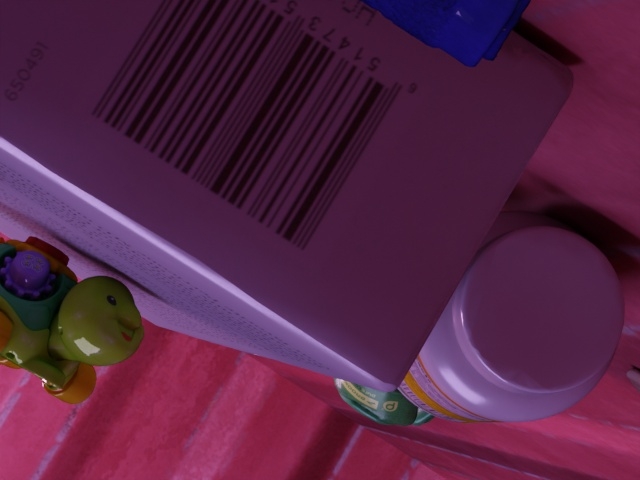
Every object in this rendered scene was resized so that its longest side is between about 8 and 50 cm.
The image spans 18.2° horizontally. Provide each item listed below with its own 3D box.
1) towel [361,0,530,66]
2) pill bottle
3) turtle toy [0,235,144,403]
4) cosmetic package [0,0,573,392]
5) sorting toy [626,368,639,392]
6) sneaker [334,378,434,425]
[{"bbox_3d":[-0.048,-0.178,0.535,0.308,0.076,0.228,32,165,0],"label":"towel"},{"bbox_3d":[0.102,0.045,1.130,0.117,0.118,0.208,32,172,-3],"label":"pill bottle"},{"bbox_3d":[-0.142,0.036,1.000,0.130,0.066,0.095,24,172,39],"label":"turtle toy"},{"bbox_3d":[-0.083,-0.064,0.994,0.230,0.161,0.453,33,172,-15],"label":"cosmetic package"},{"bbox_3d":[0.254,0.118,1.387,0.083,0.012,0.062,30,168,32],"label":"sorting toy"},{"bbox_3d":[0.065,0.067,1.374,0.109,0.123,0.295,28,170,21],"label":"sneaker"}]
